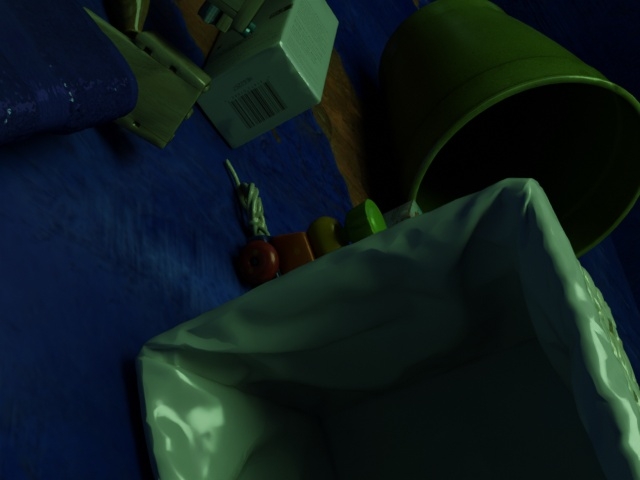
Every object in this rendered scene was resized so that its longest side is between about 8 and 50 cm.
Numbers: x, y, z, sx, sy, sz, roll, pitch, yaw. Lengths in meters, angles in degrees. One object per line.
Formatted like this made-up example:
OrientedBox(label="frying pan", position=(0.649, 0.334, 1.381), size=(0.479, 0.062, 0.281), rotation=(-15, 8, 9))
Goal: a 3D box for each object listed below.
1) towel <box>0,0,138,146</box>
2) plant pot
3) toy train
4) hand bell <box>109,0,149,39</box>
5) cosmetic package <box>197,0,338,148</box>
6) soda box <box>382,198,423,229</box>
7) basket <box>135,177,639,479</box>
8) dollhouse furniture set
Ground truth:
OrientedBox(label="towel", position=(-0.266, -0.150, 0.688), size=(0.228, 0.076, 0.308), rotation=(55, 22, -2))
OrientedBox(label="plant pot", position=(0.247, -0.183, 1.576), size=(0.366, 0.366, 0.353), rotation=(43, 17, -42))
OrientedBox(label="toy train", position=(0.000, 0.000, 1.008), size=(0.105, 0.143, 0.248), rotation=(12, 54, -64))
OrientedBox(label="hand bell", position=(-0.189, -0.308, 1.027), size=(0.126, 0.126, 0.242), rotation=(24, 56, -58))
OrientedBox(label="cosmetic package", position=(-0.056, -0.207, 1.159), size=(0.085, 0.117, 0.231), rotation=(54, 22, -26))
OrientedBox(label="soda box", position=(0.141, 0.040, 1.394), size=(0.183, 0.063, 0.058), rotation=(58, 22, -15))
OrientedBox(label="basket", position=(0.085, 0.190, 0.755), size=(0.266, 0.331, 0.328), rotation=(38, 33, -58))
OrientedBox(label="dollhouse furniture set", position=(-0.130, -0.277, 0.977), size=(0.198, 0.286, 0.303), rotation=(35, 13, -7))
